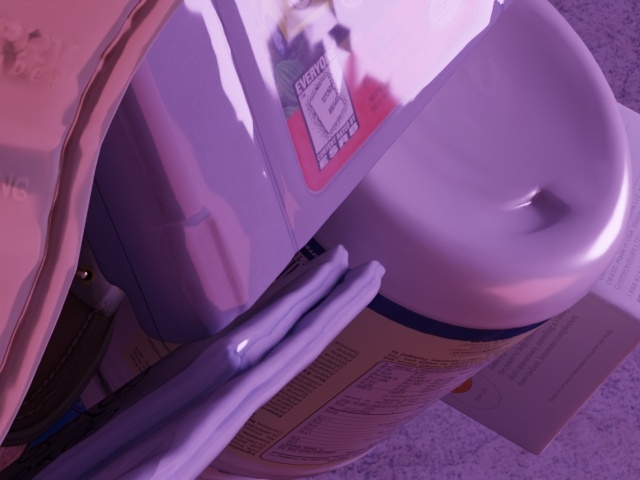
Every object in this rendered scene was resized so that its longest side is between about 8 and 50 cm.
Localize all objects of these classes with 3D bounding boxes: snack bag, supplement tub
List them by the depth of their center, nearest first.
[{"bbox_3d":[-0.144,0.125,0.675,0.323,0.037,0.342,-33,-178,21],"label":"snack bag"},{"bbox_3d":[0.000,0.000,0.982,0.325,0.235,0.235,-43,-169,49],"label":"supplement tub"}]

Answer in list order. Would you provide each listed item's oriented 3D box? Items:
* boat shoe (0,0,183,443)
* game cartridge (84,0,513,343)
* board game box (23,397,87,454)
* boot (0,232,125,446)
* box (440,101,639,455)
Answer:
[{"bbox_3d":[-0.076,-0.084,0.382,0.116,0.096,0.324,21,97,-47],"label":"boat shoe"},{"bbox_3d":[-0.005,-0.124,0.667,0.294,0.060,0.196,-50,134,-34],"label":"game cartridge"},{"bbox_3d":[-0.226,0.251,1.478,0.308,0.086,0.302,-60,178,10],"label":"board game box"},{"bbox_3d":[-0.103,-0.027,0.722,0.165,0.077,0.213,118,-4,-63],"label":"boot"},{"bbox_3d":[0.077,-0.030,1.229,0.168,0.345,0.215,-59,178,-34],"label":"box"}]
